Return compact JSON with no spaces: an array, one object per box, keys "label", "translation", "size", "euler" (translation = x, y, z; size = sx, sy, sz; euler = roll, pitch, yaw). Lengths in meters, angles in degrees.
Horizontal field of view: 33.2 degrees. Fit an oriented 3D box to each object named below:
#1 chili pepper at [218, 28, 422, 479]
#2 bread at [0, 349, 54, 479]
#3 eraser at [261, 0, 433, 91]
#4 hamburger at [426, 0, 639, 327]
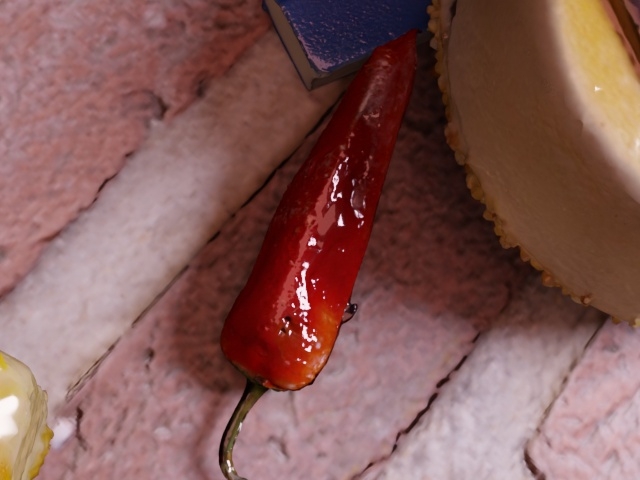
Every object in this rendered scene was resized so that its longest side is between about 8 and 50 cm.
[{"label":"chili pepper","translation":[0.000,0.000,0.560],"size":[0.059,0.050,0.267],"euler":[22,81,13]},{"label":"bread","translation":[-0.261,0.143,0.391],"size":[0.279,0.207,0.279],"euler":[19,73,-7]},{"label":"eraser","translation":[0.017,-0.130,0.609],"size":[0.085,0.027,0.063],"euler":[-26,85,-17]},{"label":"hamburger","translation":[0.203,-0.095,0.571],"size":[0.302,0.170,0.301],"euler":[2,81,-13]}]
